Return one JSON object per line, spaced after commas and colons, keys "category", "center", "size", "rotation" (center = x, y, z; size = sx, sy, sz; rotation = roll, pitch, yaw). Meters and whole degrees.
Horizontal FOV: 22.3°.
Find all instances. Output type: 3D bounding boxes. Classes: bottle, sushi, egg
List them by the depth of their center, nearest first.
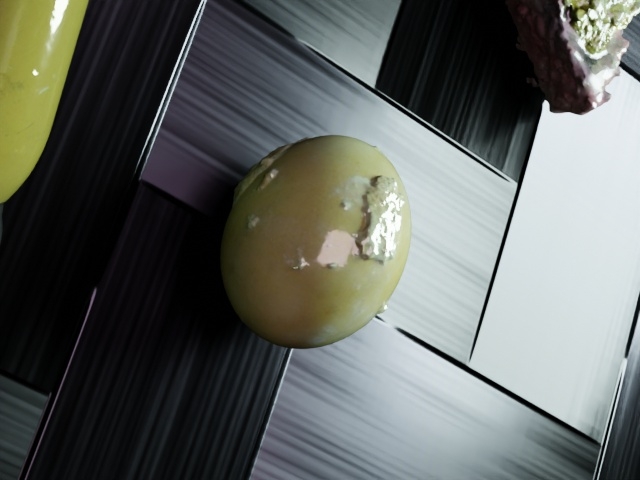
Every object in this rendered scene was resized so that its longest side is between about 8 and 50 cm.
{"category": "bottle", "center": [-0.272, -0.110, 1.156], "size": [0.171, 0.171, 0.351], "rotation": [13, 101, -35]}
{"category": "egg", "center": [-0.002, 0.001, 1.388], "size": [0.164, 0.164, 0.201], "rotation": [41, 57, -25]}
{"category": "sushi", "center": [0.247, -0.259, 1.647], "size": [0.161, 0.107, 0.241], "rotation": [33, 65, -25]}
